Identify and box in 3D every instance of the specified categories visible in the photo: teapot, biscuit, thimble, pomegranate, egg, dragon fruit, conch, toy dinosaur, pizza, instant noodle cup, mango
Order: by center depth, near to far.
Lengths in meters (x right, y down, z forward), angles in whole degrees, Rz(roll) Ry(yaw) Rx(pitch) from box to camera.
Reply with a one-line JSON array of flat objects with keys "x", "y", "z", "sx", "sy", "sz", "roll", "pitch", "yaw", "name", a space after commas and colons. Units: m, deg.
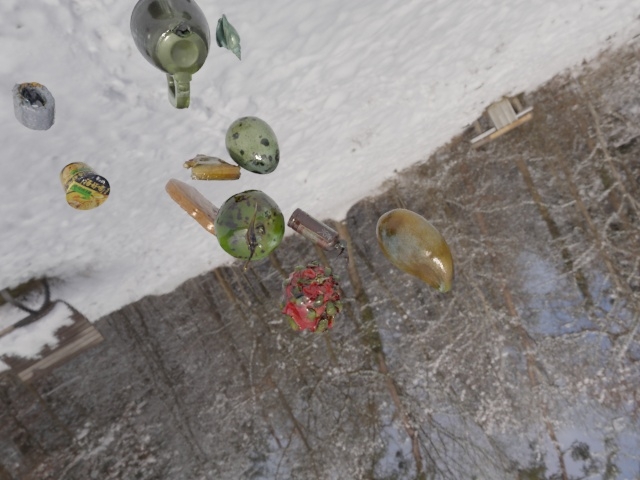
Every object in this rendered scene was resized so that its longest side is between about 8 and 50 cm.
[{"x": -0.169, "y": -0.004, "z": 1.196, "sx": 0.037, "sy": 0.180, "sz": 0.058, "roll": -7, "pitch": 158, "yaw": 11, "name": "toy dinosaur"}, {"x": -0.221, "y": -0.045, "z": 1.421, "sx": 0.211, "sy": 0.211, "sz": 0.263, "roll": -33, "pitch": -162, "yaw": -23, "name": "pomegranate"}, {"x": -0.473, "y": -0.590, "z": 1.486, "sx": 0.239, "sy": 0.239, "sz": 0.322, "roll": 16, "pitch": 123, "yaw": -41, "name": "teapot"}, {"x": 0.304, "y": 0.030, "z": 1.506, "sx": 0.146, "sy": 0.316, "sz": 0.193, "roll": -24, "pitch": 154, "yaw": -38, "name": "mango"}, {"x": -0.365, "y": -0.250, "z": 1.595, "sx": 0.189, "sy": 0.071, "sz": 0.297, "roll": -1, "pitch": -166, "yaw": -18, "name": "pizza"}, {"x": -0.229, "y": -0.324, "z": 1.642, "sx": 0.177, "sy": 0.228, "sz": 0.177, "roll": -36, "pitch": 166, "yaw": -11, "name": "egg"}, {"x": -0.841, "y": -0.199, "z": 1.680, "sx": 0.151, "sy": 0.122, "sz": 0.151, "roll": -30, "pitch": 146, "yaw": -23, "name": "instant noodle cup"}, {"x": -1.028, "y": -0.480, "z": 1.703, "sx": 0.127, "sy": 0.151, "sz": 0.118, "roll": -15, "pitch": 157, "yaw": -37, "name": "thimble"}, {"x": -0.030, "y": 0.225, "z": 1.782, "sx": 0.236, "sy": 0.303, "sz": 0.231, "roll": 3, "pitch": -145, "yaw": 12, "name": "dragon fruit"}, {"x": -0.356, "y": -0.787, "z": 1.855, "sx": 0.088, "sy": 0.180, "sz": 0.065, "roll": -8, "pitch": -145, "yaw": 24, "name": "conch"}, {"x": -0.473, "y": -0.106, "z": 2.050, "sx": 0.078, "sy": 0.455, "sz": 0.350, "roll": -48, "pitch": -169, "yaw": 8, "name": "biscuit"}]

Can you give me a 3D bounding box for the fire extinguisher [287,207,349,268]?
[{"x": 0.001, "y": 0.000, "z": 1.578, "sx": 0.106, "sy": 0.252, "sz": 0.075, "roll": -55, "pitch": 174, "yaw": -15, "name": "fire extinguisher"}]
